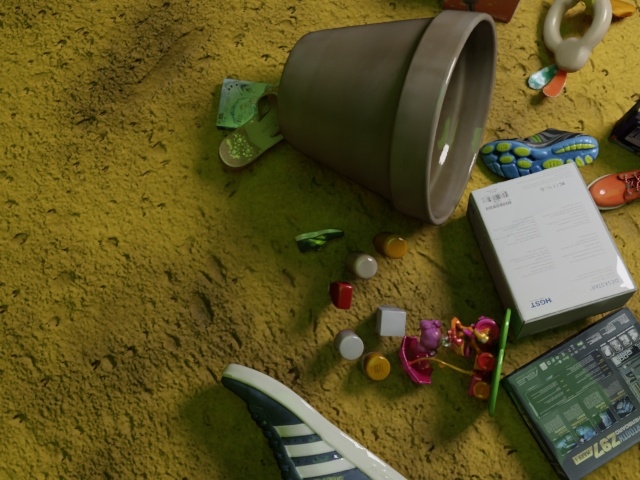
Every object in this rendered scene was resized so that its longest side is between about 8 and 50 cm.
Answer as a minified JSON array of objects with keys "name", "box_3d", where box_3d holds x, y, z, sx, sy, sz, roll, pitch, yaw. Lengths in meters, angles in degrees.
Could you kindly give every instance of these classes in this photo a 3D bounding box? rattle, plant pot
[{"name":"rattle","box_3d":[0.459,-0.336,1.284,0.130,0.142,0.200,13,94,37]},{"name":"plant pot","box_3d":[0.096,-0.210,1.152,0.280,0.323,0.323,15,79,21]}]

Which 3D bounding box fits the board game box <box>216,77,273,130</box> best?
[{"name":"board game box","box_3d":[-0.132,-0.236,1.286,0.090,0.020,0.090,7,78,3]}]

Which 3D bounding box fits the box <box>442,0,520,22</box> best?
[{"name":"box","box_3d":[0.289,-0.464,1.244,0.130,0.170,0.091,13,78,5]}]

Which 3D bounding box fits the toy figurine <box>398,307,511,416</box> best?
[{"name":"toy figurine","box_3d":[0.202,0.173,1.137,0.159,0.130,0.173,10,109,14]}]

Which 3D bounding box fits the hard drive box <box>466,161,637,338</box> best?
[{"name":"hard drive box","box_3d":[0.357,0.014,1.159,0.181,0.089,0.232,-16,65,-1]}]

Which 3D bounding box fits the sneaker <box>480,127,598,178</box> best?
[{"name":"sneaker","box_3d":[0.367,-0.149,1.233,0.188,0.078,0.067,-5,112,15]}]

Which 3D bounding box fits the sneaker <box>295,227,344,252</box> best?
[{"name":"sneaker","box_3d":[0.000,0.000,1.231,0.083,0.031,0.035,-10,91,4]}]

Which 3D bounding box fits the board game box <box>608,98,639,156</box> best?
[{"name":"board game box","box_3d":[0.575,-0.164,1.187,0.170,0.141,0.048,31,81,7]}]

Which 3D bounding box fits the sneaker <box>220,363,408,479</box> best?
[{"name":"sneaker","box_3d":[-0.033,0.331,1.107,0.350,0.131,0.148,36,77,8]}]

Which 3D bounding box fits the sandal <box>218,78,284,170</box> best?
[{"name":"sandal","box_3d":[-0.074,-0.214,1.233,0.088,0.079,0.240,44,75,-1]}]

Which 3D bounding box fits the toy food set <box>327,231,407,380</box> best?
[{"name":"toy food set","box_3d":[0.072,0.100,1.186,0.111,0.104,0.232,3,95,-9]}]

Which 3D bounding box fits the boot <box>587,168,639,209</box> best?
[{"name":"boot","box_3d":[0.516,-0.095,1.204,0.157,0.084,0.059,-15,80,0]}]

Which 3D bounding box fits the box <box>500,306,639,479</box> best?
[{"name":"box","box_3d":[0.431,0.240,1.148,0.232,0.059,0.183,-30,79,-5]}]
